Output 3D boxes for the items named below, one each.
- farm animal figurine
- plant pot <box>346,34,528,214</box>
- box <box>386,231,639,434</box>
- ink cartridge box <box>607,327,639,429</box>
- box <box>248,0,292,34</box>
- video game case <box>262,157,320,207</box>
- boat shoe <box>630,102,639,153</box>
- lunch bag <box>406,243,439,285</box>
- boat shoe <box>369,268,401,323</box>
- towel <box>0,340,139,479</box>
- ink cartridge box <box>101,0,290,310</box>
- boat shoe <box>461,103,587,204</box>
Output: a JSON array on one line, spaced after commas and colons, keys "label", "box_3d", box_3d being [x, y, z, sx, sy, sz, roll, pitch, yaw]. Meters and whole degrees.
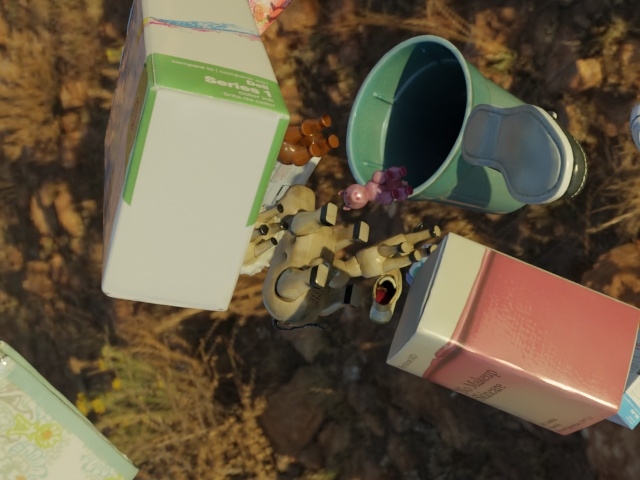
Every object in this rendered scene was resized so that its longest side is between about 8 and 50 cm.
[{"label": "farm animal figurine", "box_3d": [0.000, 0.000, 1.348, 0.172, 0.327, 0.330, -18, 126, 43]}, {"label": "plant pot", "box_3d": [0.292, -0.211, 1.919, 0.341, 0.334, 0.341, -20, 63, 46]}, {"label": "box", "box_3d": [0.211, 0.109, 1.025, 0.149, 0.232, 0.127, 113, 179, -67]}, {"label": "ink cartridge box", "box_3d": [0.551, 0.232, 1.582, 0.060, 0.180, 0.104, 46, 171, -12]}, {"label": "box", "box_3d": [-0.100, -0.523, 1.644, 0.142, 0.300, 0.154, 47, -175, 40]}, {"label": "video game case", "box_3d": [-0.101, -0.129, 1.767, 0.173, 0.190, 0.022, 10, 144, 29]}, {"label": "boat shoe", "box_3d": [0.530, -0.098, 1.349, 0.095, 0.084, 0.258, -12, 135, 43]}, {"label": "lunch bag", "box_3d": [0.265, 0.095, 1.599, 0.219, 0.176, 0.090, 44, 115, 38]}, {"label": "boat shoe", "box_3d": [0.114, 0.079, 1.548, 0.135, 0.050, 0.045, -77, -3, -46]}, {"label": "towel", "box_3d": [-0.496, 0.369, 1.397, 0.090, 0.320, 0.374, 24, 155, 52]}, {"label": "ink cartridge box", "box_3d": [-0.128, -0.102, 0.848, 0.278, 0.117, 0.201, -108, 33, -54]}, {"label": "boat shoe", "box_3d": [0.265, -0.111, 1.120, 0.302, 0.091, 0.114, -115, 36, -67]}]
